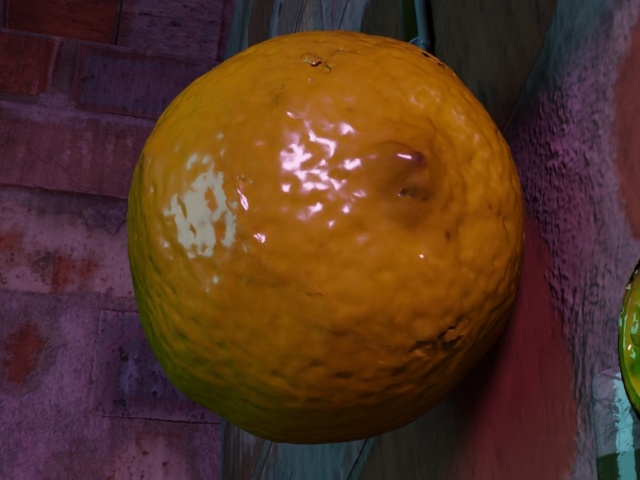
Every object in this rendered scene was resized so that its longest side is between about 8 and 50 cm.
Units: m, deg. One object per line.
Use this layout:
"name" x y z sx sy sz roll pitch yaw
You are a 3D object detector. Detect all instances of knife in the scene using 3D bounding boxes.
"knife" 0.100 -0.204 1.154 0.061 0.027 0.343 106 165 -54

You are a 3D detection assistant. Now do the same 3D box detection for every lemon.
"lemon" 0.000 -0.001 0.835 0.336 0.336 0.336 -173 90 -78

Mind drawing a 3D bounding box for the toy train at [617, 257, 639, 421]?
"toy train" 0.197 0.063 0.367 0.296 0.100 0.160 -102 24 -56

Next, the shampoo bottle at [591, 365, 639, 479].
"shampoo bottle" 0.172 0.166 0.531 0.065 0.065 0.204 122 152 -64
